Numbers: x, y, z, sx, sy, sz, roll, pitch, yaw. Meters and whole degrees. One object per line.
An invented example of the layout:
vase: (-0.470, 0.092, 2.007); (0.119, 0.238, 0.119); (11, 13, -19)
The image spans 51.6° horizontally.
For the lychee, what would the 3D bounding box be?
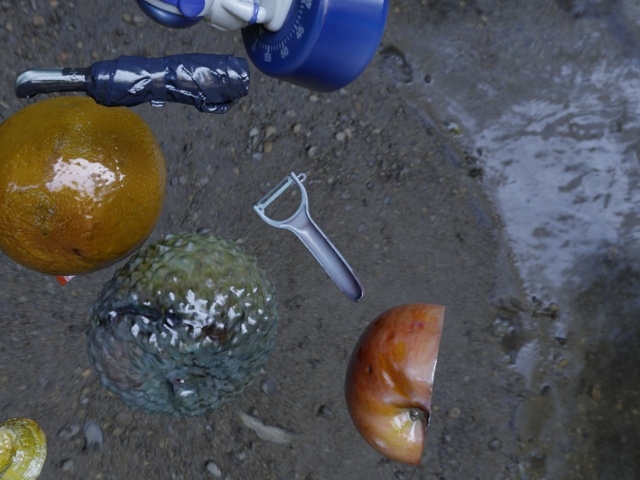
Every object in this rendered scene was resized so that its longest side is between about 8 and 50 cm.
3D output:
lychee: (-0.179, 0.103, 0.874); (0.255, 0.255, 0.274); (1, 46, -14)

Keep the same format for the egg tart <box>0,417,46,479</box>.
egg tart: (-0.704, 0.479, 1.468); (0.191, 0.074, 0.191); (-6, 55, 9)

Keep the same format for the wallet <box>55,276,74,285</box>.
wallet: (-0.632, -0.010, 1.593); (0.204, 0.045, 0.142); (54, 46, -13)

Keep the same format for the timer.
timer: (-0.115, -0.381, 1.021); (0.383, 0.270, 0.271); (-3, 84, -38)

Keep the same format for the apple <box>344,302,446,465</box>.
apple: (0.126, 0.250, 1.198); (0.163, 0.251, 0.293); (8, 110, 11)

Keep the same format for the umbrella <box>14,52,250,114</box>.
umbrella: (-0.198, -0.169, 0.716); (0.248, 0.071, 0.071); (-5, 85, -19)

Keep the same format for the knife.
knife: (0.001, 0.000, 1.288); (0.123, 0.053, 0.278); (-42, 82, 15)

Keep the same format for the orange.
orange: (-0.342, -0.083, 0.931); (0.264, 0.264, 0.264); (2, 83, -14)
